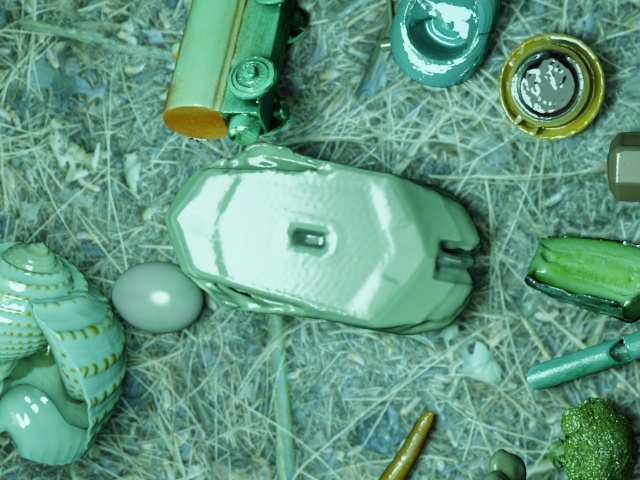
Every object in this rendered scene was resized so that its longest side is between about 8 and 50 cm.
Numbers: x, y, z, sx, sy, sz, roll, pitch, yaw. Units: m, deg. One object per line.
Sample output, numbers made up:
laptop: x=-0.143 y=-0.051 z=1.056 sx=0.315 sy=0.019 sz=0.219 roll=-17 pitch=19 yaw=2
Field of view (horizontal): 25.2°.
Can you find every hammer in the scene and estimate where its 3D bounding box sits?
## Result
hammer: x=0.097 y=-0.316 z=1.974 sx=0.035 sy=0.019 sz=0.110 roll=-6 pitch=86 yaw=16

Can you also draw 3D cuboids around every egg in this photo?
egg: x=-0.231 y=0.081 z=2.041 sx=0.135 sy=0.103 sz=0.103 roll=7 pitch=95 yaw=17

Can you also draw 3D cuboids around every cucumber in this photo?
cucumber: x=0.370 y=0.057 z=1.884 sx=0.193 sy=0.086 sz=0.115 roll=15 pitch=53 yaw=16

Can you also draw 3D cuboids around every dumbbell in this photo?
dumbbell: x=0.485 y=-0.094 z=1.840 sx=0.230 sy=0.092 sz=0.082 roll=1 pitch=121 yaw=15

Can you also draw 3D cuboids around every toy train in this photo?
toy train: x=-0.119 y=-0.256 z=1.943 sx=0.177 sy=0.116 sz=0.286 roll=2 pitch=62 yaw=15

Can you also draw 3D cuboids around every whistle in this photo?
whistle: x=0.365 y=0.157 z=1.911 sx=0.186 sy=0.039 sz=0.039 roll=-20 pitch=88 yaw=16

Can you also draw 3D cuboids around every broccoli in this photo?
broccoli: x=0.357 y=0.273 z=1.879 sx=0.120 sy=0.130 sz=0.131 roll=-19 pitch=97 yaw=43

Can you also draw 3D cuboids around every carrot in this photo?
carrot: x=0.109 y=0.315 z=1.996 sx=0.037 sy=0.037 sz=0.190 roll=35 pitch=98 yaw=11

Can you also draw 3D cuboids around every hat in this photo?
hat: x=0.174 y=-0.302 z=1.924 sx=0.138 sy=0.078 sz=0.191 roll=29 pitch=119 yaw=12

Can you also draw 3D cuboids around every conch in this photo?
conch: x=-0.392 y=0.152 z=2.038 sx=0.303 sy=0.215 sz=0.319 roll=29 pitch=138 yaw=22

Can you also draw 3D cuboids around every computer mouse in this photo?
computer mouse: x=0.003 y=0.001 z=1.955 sx=0.428 sy=0.145 sz=0.228 roll=11 pitch=89 yaw=3

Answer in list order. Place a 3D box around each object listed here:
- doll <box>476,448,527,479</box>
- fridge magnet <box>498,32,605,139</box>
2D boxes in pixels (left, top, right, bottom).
doll: x=0.236 y=0.509 z=1.864 sx=0.378 sy=0.252 sz=0.382 roll=40 pitch=109 yaw=11
fridge magnet: x=0.304 y=-0.204 z=1.895 sx=0.143 sy=0.063 sz=0.143 roll=1 pitch=94 yaw=19
